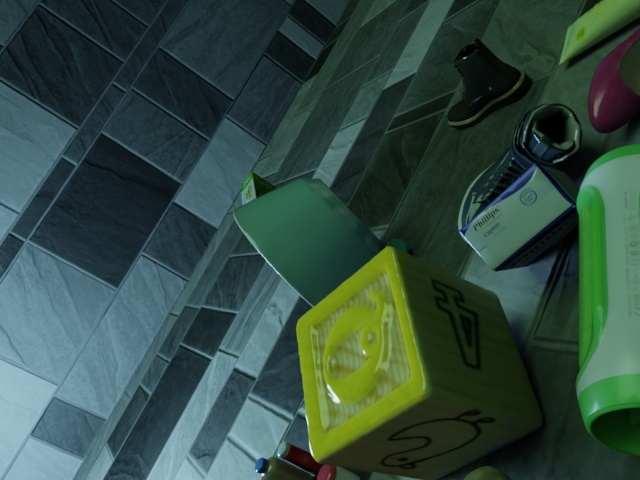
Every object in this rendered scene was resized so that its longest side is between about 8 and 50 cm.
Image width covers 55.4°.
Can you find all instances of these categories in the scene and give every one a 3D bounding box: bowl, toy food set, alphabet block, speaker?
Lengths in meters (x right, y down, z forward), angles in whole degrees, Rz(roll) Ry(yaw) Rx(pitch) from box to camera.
[{"bbox_3d":[0.000,0.000,1.150,0.163,0.311,0.311,-45,21,4],"label":"bowl"},{"bbox_3d":[-0.035,0.374,0.920,0.232,0.104,0.111,-22,39,57],"label":"toy food set"},{"bbox_3d":[0.109,0.154,0.730,0.192,0.197,0.193,-44,39,33],"label":"alphabet block"},{"bbox_3d":[0.312,0.046,0.587,0.131,0.131,0.296,-34,30,47],"label":"speaker"}]

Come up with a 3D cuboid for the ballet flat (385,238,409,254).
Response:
[{"bbox_3d":[0.139,0.064,1.094,0.168,0.057,0.052,-78,-1,-52],"label":"ballet flat"}]

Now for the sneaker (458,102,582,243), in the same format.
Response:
[{"bbox_3d":[0.278,-0.093,0.863,0.226,0.086,0.163,-55,-7,2],"label":"sneaker"}]

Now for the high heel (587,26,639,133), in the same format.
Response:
[{"bbox_3d":[0.445,-0.244,0.795,0.244,0.082,0.117,-48,8,-15],"label":"high heel"}]

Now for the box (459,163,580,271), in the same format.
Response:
[{"bbox_3d":[0.268,-0.026,0.777,0.126,0.137,0.072,-46,66,27],"label":"box"}]

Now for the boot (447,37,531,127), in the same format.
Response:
[{"bbox_3d":[0.283,-0.303,1.171,0.198,0.137,0.077,-28,35,54],"label":"boot"}]

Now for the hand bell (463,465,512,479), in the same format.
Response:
[{"bbox_3d":[0.237,0.271,0.498,0.242,0.126,0.126,-9,50,48],"label":"hand bell"}]

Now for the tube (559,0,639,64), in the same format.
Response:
[{"bbox_3d":[0.473,-0.366,0.952,0.070,0.062,0.240,-21,-5,-30],"label":"tube"}]

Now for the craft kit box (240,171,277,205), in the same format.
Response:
[{"bbox_3d":[-0.067,-0.040,1.419,0.061,0.250,0.246,-53,21,11],"label":"craft kit box"}]
